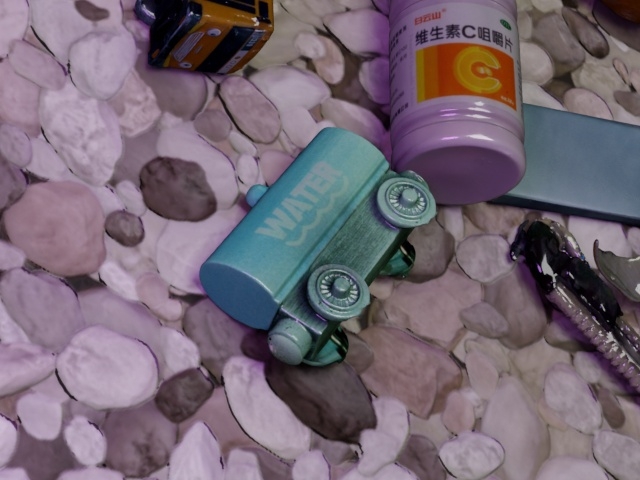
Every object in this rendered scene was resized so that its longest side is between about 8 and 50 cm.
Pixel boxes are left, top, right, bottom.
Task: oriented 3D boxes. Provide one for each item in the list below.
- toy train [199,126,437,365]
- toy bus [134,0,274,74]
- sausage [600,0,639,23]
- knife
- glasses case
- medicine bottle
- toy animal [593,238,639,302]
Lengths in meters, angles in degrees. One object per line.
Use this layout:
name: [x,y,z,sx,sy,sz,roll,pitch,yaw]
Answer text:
toy train: [0.000,0.000,1.360,0.159,0.101,0.248,35,51,7]
toy bus: [-0.104,-0.255,1.410,0.114,0.098,0.201,11,60,-28]
sausage: [0.271,-0.314,1.695,0.302,0.076,0.103,8,71,-28]
knife: [0.328,0.118,1.536,0.365,0.043,0.089,48,50,-4]
glasses case: [0.284,-0.075,1.608,0.266,0.056,0.105,8,87,-30]
medicine bottle: [0.133,-0.171,1.498,0.133,0.133,0.250,16,59,-26]
toy animal: [0.371,0.048,1.544,0.219,0.095,0.155,11,56,-43]
